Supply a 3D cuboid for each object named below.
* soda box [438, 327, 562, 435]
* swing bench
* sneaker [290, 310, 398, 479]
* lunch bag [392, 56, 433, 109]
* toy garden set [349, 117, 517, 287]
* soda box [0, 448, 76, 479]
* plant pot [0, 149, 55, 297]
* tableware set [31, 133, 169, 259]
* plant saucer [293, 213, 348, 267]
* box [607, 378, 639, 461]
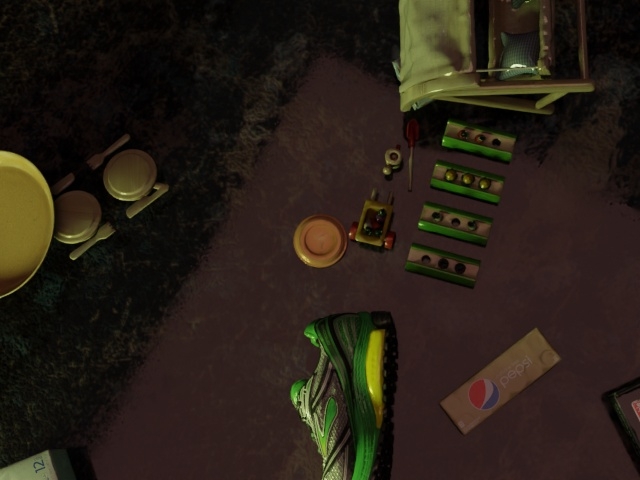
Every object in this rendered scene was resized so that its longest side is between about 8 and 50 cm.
[{"bbox_3d":[0.261,0.206,1.590,0.181,0.058,0.061,-38,79,-1],"label":"soda box"},{"bbox_3d":[0.247,-0.326,1.593,0.255,0.165,0.253,0,82,-13],"label":"swing bench"},{"bbox_3d":[0.031,0.272,1.581,0.146,0.134,0.343,0,72,13],"label":"sneaker"},{"bbox_3d":[0.158,-0.254,1.680,0.071,0.053,0.083,-28,90,1],"label":"lunch bag"},{"bbox_3d":[0.167,-0.073,1.650,0.204,0.049,0.244,15,83,8],"label":"toy garden set"},{"bbox_3d":[-0.383,0.455,1.597,0.098,0.091,0.286,-23,79,0],"label":"soda box"},{"bbox_3d":[-0.507,-0.022,1.697,0.236,0.032,0.236,-4,79,20],"label":"plant pot"},{"bbox_3d":[-0.337,-0.064,1.707,0.194,0.039,0.128,-37,69,-6],"label":"tableware set"},{"bbox_3d":[0.000,0.000,1.673,0.084,0.013,0.083,-1,81,6],"label":"plant saucer"},{"bbox_3d":[0.605,0.289,1.537,0.293,0.073,0.295,-24,78,1],"label":"box"}]
